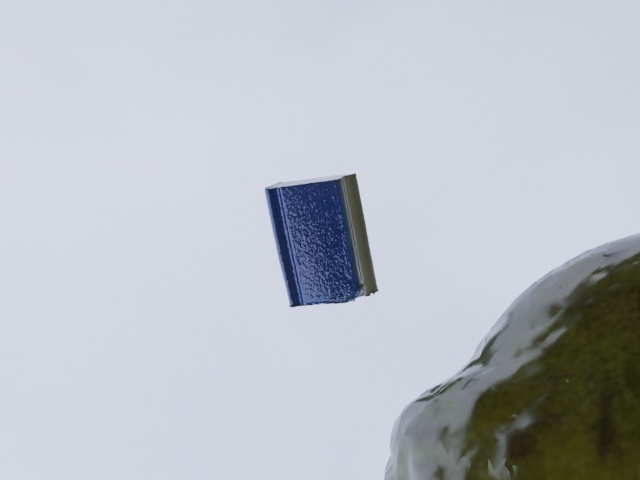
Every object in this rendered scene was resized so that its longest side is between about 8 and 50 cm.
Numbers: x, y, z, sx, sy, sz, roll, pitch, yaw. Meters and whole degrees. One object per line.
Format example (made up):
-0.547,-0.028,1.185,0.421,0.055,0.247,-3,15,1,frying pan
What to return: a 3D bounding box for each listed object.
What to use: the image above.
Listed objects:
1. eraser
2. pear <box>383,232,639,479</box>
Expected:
0.000,0.000,0.959,0.063,0.085,0.027,-7,-171,32,eraser
0.245,0.159,0.736,0.413,0.352,0.352,14,-135,26,pear
